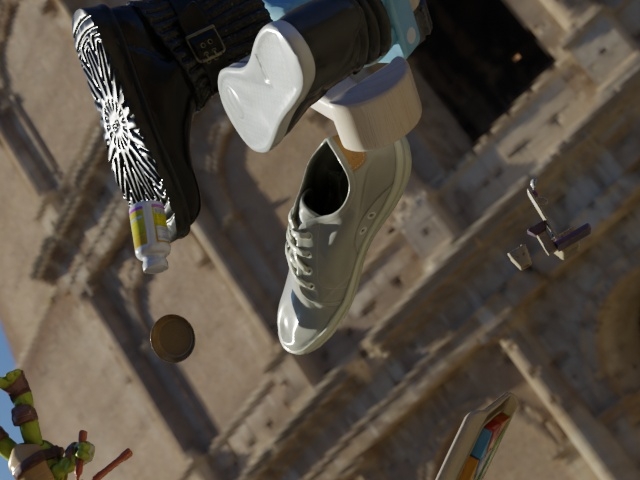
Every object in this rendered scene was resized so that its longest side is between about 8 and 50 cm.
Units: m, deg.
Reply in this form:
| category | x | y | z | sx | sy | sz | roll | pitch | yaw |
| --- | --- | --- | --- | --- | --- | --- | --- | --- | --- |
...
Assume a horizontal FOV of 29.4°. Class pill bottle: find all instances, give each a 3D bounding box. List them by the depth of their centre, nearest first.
| category | x | y | z | sx | sy | sz | roll | pitch | yaw |
| --- | --- | --- | --- | --- | --- | --- | --- | --- | --- |
| pill bottle | -0.204 | -0.004 | 1.468 | 0.043 | 0.083 | 0.043 | -10 | -20 | -4 |

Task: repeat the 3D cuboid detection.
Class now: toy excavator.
| category | x | y | z | sx | sy | sz | roll | pitch | yaw |
| --- | --- | --- | --- | --- | --- | --- | --- | --- | --- |
| toy excavator | 0.024 | -0.306 | 1.854 | 0.445 | 0.432 | 0.222 | -54 | -43 | -34 |

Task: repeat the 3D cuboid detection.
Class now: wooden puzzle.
| category | x | y | z | sx | sy | sz | roll | pitch | yaw |
| --- | --- | --- | --- | --- | --- | --- | --- | --- | --- |
| wooden puzzle | 0.256 | 0.369 | 2.031 | 0.238 | 0.044 | 0.221 | 0 | -64 | -66 |

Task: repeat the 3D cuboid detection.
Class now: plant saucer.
| category | x | y | z | sx | sy | sz | roll | pitch | yaw |
| --- | --- | --- | --- | --- | --- | --- | --- | --- | --- |
| plant saucer | -0.248 | 0.166 | 2.069 | 0.083 | 0.083 | 0.015 | -40 | -9 | 15 |

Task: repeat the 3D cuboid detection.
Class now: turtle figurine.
| category | x | y | z | sx | sy | sz | roll | pitch | yaw |
| --- | --- | --- | --- | --- | --- | --- | --- | --- | --- |
| turtle figurine | -0.372 | 0.281 | 1.603 | 0.269 | 0.217 | 0.087 | -38 | -14 | 20 |

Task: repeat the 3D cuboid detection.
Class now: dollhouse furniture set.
| category | x | y | z | sx | sy | sz | roll | pitch | yaw |
| --- | --- | --- | --- | --- | --- | --- | --- | --- | --- |
| dollhouse furniture set | 0.241 | -0.015 | 1.358 | 0.091 | 0.081 | 0.114 | -31 | -16 | 5 |

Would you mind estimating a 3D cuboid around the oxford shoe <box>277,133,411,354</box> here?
| category | x | y | z | sx | sy | sz | roll | pitch | yaw |
| --- | --- | --- | --- | --- | --- | --- | --- | --- | --- |
| oxford shoe | 0.000 | 0.000 | 1.907 | 0.130 | 0.169 | 0.449 | -2 | -46 | -31 |

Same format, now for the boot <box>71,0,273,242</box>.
| category | x | y | z | sx | sy | sz | roll | pitch | yaw |
| --- | --- | --- | --- | --- | --- | --- | --- | --- | --- |
| boot | -0.164 | -0.193 | 1.666 | 0.260 | 0.348 | 0.131 | -19 | 3 | -30 |

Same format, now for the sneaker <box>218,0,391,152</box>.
| category | x | y | z | sx | sy | sz | roll | pitch | yaw |
| --- | --- | --- | --- | --- | --- | --- | --- | --- | --- |
| sneaker | -0.013 | -0.185 | 1.306 | 0.146 | 0.105 | 0.296 | -31 | -1 | -21 |
